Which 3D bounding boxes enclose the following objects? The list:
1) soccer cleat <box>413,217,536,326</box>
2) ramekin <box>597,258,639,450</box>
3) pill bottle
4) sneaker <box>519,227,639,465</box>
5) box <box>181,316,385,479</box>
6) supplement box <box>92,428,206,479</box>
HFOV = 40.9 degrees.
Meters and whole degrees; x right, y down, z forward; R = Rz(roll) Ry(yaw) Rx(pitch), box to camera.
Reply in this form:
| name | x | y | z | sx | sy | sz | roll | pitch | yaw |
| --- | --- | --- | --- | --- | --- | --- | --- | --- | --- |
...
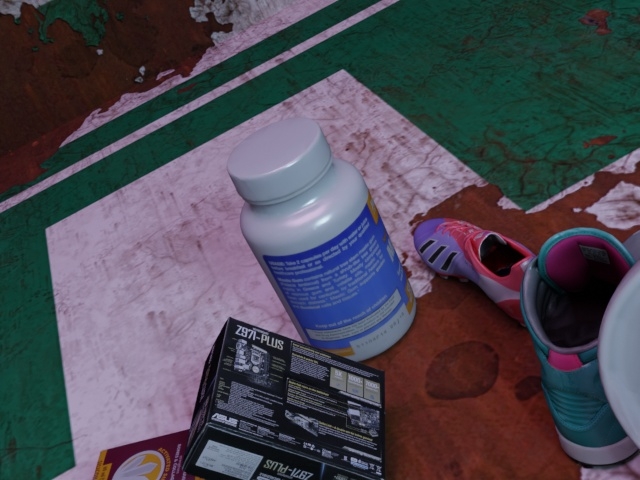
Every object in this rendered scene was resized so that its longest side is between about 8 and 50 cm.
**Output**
| name | x | y | z | sx | sy | sz | roll | pitch | yaw |
| --- | --- | --- | --- | --- | --- | --- | --- | --- | --- |
| soccer cleat | 0.186 | 0.013 | 1.013 | 0.083 | 0.095 | 0.248 | -33 | 34 | -10 |
| ramekin | 0.354 | 0.074 | 0.626 | 0.273 | 0.273 | 0.127 | 0 | 29 | 34 |
| pill bottle | 0.000 | 0.000 | 0.993 | 0.152 | 0.272 | 0.152 | -18 | 34 | 12 |
| sneaker | 0.279 | 0.045 | 0.825 | 0.124 | 0.178 | 0.295 | 0 | 41 | 35 |
| box | -0.032 | 0.177 | 0.854 | 0.147 | 0.180 | 0.077 | -86 | 20 | -53 |
| supplement box | -0.143 | 0.263 | 0.899 | 0.188 | 0.081 | 0.104 | -17 | 33 | 14 |
